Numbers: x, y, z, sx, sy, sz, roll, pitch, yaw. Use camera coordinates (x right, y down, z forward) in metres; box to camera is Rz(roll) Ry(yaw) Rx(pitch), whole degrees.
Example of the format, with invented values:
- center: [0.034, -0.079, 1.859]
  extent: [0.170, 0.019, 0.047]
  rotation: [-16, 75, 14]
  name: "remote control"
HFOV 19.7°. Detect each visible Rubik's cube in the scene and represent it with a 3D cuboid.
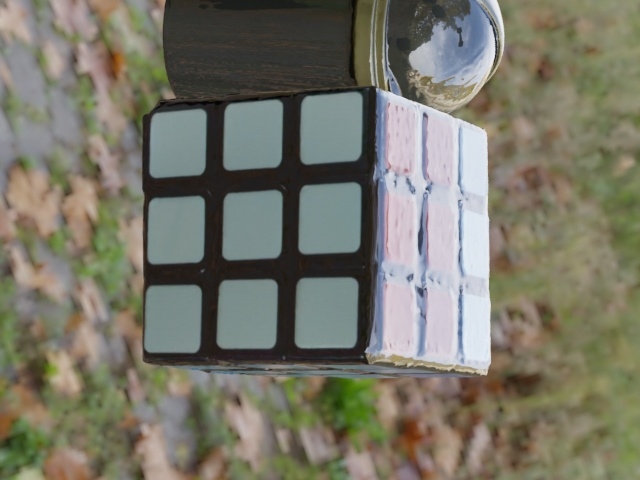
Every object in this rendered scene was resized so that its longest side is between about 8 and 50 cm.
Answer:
- center: [0.000, 0.000, 1.104]
  extent: [0.160, 0.162, 0.163]
  rotation: [12, 75, -60]
  name: "Rubik's cube"

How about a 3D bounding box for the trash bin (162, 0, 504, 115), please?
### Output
- center: [0.022, -0.212, 1.889]
  extent: [0.214, 0.334, 0.214]
  rotation: [5, 90, -75]
  name: "trash bin"
